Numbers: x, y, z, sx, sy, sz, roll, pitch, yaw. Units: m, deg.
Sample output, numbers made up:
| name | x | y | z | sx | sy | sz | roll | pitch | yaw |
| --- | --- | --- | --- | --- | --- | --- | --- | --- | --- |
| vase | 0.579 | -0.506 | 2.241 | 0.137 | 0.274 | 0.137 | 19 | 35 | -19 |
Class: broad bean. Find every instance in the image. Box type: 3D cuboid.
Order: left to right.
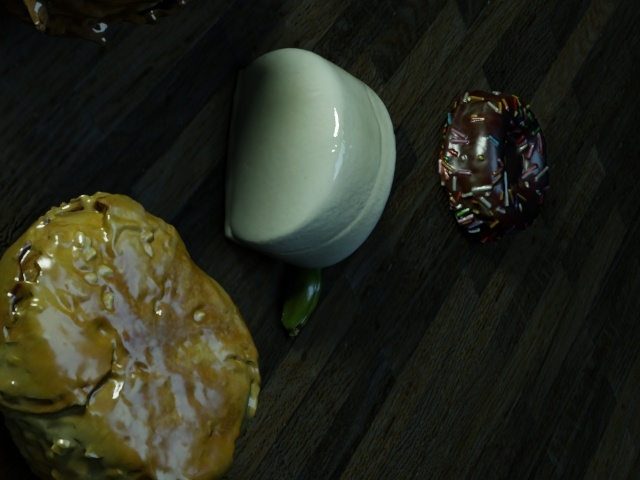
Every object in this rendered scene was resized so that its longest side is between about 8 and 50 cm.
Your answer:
| name | x | y | z | sx | sy | sz | roll | pitch | yaw |
| --- | --- | --- | --- | --- | --- | --- | --- | --- | --- |
| broad bean | 0.000 | -0.001 | 1.750 | 0.053 | 0.052 | 0.256 | 56 | 46 | -54 |

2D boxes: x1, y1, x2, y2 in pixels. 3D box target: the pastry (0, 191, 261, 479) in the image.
| name | x | y | z | sx | sy | sz | roll | pitch | yaw |
| --- | --- | --- | --- | --- | --- | --- | --- | --- | --- |
| pastry | -0.203 | 0.112 | 1.361 | 0.255 | 0.162 | 0.310 | -45 | 112 | -35 |

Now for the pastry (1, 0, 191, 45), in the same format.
| name | x | y | z | sx | sy | sz | roll | pitch | yaw |
| --- | --- | --- | --- | --- | --- | --- | --- | --- | --- |
| pastry | -0.198 | -0.349 | 1.294 | 0.405 | 0.292 | 0.337 | -2 | 75 | -55 |

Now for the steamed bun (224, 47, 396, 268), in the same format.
| name | x | y | z | sx | sy | sz | roll | pitch | yaw |
| --- | --- | --- | --- | --- | --- | --- | --- | --- | --- |
| steamed bun | -0.008 | -0.096 | 1.654 | 0.146 | 0.164 | 0.241 | 22 | 67 | -53 |

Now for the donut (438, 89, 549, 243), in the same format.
| name | x | y | z | sx | sy | sz | roll | pitch | yaw |
| --- | --- | --- | --- | --- | --- | --- | --- | --- | --- |
| donut | 0.264 | -0.109 | 2.100 | 0.235 | 0.089 | 0.235 | 8 | 81 | -56 |
